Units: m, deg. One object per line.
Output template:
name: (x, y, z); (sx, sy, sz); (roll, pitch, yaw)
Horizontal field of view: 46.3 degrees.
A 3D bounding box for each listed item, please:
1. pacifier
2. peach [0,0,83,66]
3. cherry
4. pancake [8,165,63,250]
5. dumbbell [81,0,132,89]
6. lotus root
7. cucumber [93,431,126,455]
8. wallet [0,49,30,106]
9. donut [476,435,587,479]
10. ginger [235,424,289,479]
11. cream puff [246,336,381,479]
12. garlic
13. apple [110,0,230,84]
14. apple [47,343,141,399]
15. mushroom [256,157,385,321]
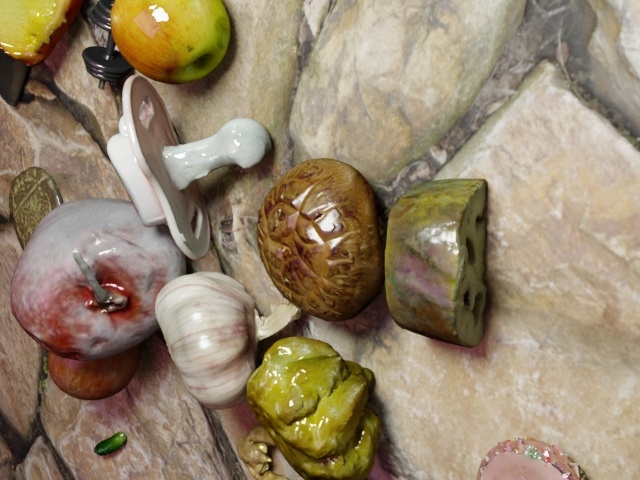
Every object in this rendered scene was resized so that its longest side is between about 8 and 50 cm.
pacifier: (-0.233, -0.126, 1.263); (0.273, 0.220, 0.332); (5, 128, 38)
peach: (-0.569, -0.539, 1.476); (0.258, 0.201, 0.361); (4, 122, 1)
cherry: (-0.409, 0.052, 1.411); (0.326, 0.335, 0.291); (-21, 126, 16)
pancake: (-0.676, -0.048, 1.782); (0.250, 0.031, 0.250); (10, 106, 39)
dumbbell: (-0.396, -0.381, 1.423); (0.099, 0.099, 0.208); (42, 125, 26)
lotus root: (0.162, 0.032, 1.030); (0.119, 0.138, 0.234); (4, 97, 30)
cucumber: (-0.495, 0.481, 1.749); (0.155, 0.037, 0.037); (-33, 78, 41)
wallet: (-0.692, -0.471, 1.694); (0.165, 0.042, 0.309); (49, 127, 19)
donut: (0.287, 0.318, 1.021); (0.166, 0.065, 0.117); (-7, 97, 40)
ginger: (-0.095, 0.376, 1.370); (0.176, 0.052, 0.193); (-4, 98, 36)
cream puff: (-0.010, 0.266, 1.176); (0.244, 0.196, 0.244); (22, 156, 10)
garlic: (-0.143, 0.150, 1.286); (0.253, 0.245, 0.245); (-22, 85, 9)
apple: (-0.244, -0.353, 1.243); (0.196, 0.196, 0.196); (11, 107, 39)
apple: (-0.471, 0.233, 1.569); (0.188, 0.188, 0.173); (35, 115, 30)
mushroom: (0.000, 0.000, 1.144); (0.253, 0.153, 0.253); (18, 113, 47)
